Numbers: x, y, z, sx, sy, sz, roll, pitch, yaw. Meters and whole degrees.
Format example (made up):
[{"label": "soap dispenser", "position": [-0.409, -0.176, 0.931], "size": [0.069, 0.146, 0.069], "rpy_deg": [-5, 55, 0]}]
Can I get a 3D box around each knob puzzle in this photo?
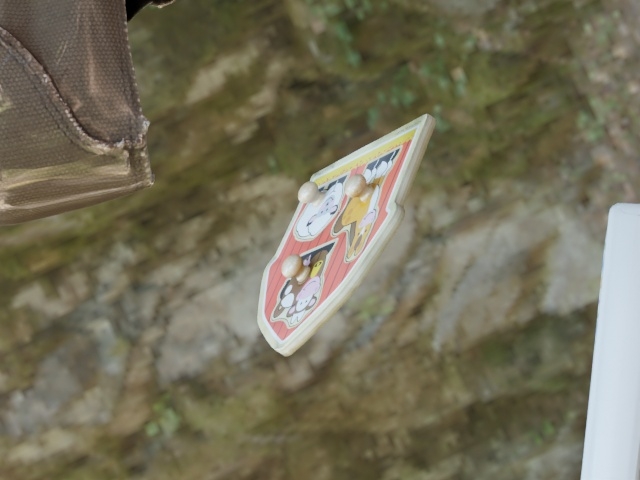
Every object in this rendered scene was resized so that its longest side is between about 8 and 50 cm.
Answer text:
[{"label": "knob puzzle", "position": [0.000, 0.000, 1.266], "size": [0.030, 0.213, 0.213], "rpy_deg": [34, -170, -20]}]

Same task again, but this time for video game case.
[{"label": "video game case", "position": [0.189, 0.172, 1.045], "size": [0.300, 0.036, 0.329], "rpy_deg": [50, -132, -71]}]

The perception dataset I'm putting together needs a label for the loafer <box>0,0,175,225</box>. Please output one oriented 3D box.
[{"label": "loafer", "position": [-0.107, -0.166, 0.794], "size": [0.134, 0.130, 0.365], "rpy_deg": [101, 177, -70]}]
